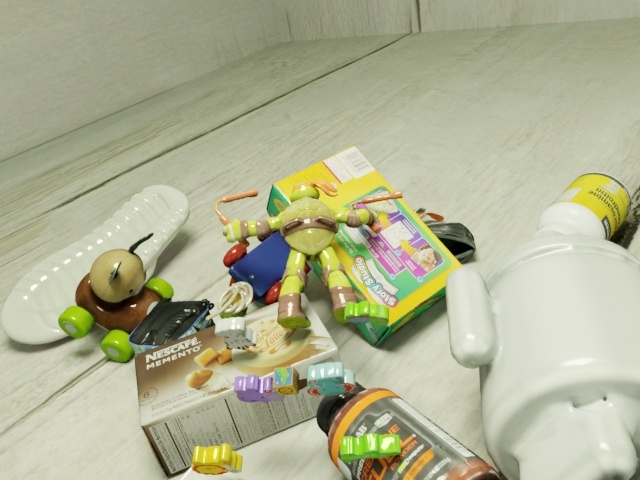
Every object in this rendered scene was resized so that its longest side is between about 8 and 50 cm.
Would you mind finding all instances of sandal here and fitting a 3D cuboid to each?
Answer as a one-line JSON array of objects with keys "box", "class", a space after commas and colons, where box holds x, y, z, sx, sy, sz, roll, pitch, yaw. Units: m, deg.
[{"box": [-0.402, 0.055, 1.061, 0.169, 0.102, 0.416, 32, 59, 21], "class": "sandal"}]

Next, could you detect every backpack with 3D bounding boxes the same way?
[{"box": [-0.225, 0.150, 0.841, 0.105, 0.084, 0.114, -1, 27, 23], "class": "backpack"}]

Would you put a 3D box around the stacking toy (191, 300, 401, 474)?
[{"box": [-0.026, 0.157, 0.592, 0.221, 0.052, 0.166, -10, 49, 15], "class": "stacking toy"}]

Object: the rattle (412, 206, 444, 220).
[{"box": [0.124, -0.062, 1.025, 0.200, 0.142, 0.130, -23, 12, -5], "class": "rattle"}]

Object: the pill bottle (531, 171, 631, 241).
[{"box": [0.414, -0.029, 0.878, 0.103, 0.103, 0.184, 17, 41, 41], "class": "pill bottle"}]

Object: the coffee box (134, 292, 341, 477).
[{"box": [-0.105, 0.181, 0.725, 0.247, 0.098, 0.141, -19, 30, -11], "class": "coffee box"}]

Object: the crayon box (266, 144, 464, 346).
[{"box": [0.065, 0.000, 0.843, 0.165, 0.081, 0.278, -30, 71, -27], "class": "crayon box"}]

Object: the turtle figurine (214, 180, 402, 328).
[{"box": [0.000, 0.000, 0.727, 0.270, 0.087, 0.217, -3, 62, -12], "class": "turtle figurine"}]

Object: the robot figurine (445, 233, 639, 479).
[{"box": [0.266, 0.125, 0.571, 0.300, 0.199, 0.353, 28, 34, -4], "class": "robot figurine"}]

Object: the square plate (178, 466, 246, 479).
[{"box": [-0.091, 0.376, 0.434, 0.344, 0.049, 0.347, 10, 37, 34], "class": "square plate"}]

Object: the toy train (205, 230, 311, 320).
[{"box": [-0.122, 0.083, 0.849, 0.105, 0.143, 0.248, 42, 42, 5], "class": "toy train"}]

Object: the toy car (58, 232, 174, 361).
[{"box": [-0.309, 0.070, 0.877, 0.149, 0.188, 0.155, 31, 42, -5], "class": "toy car"}]

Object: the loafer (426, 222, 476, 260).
[{"box": [0.151, 0.015, 0.934, 0.224, 0.076, 0.078, -9, 22, 0], "class": "loafer"}]

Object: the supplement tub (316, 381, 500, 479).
[{"box": [0.078, 0.225, 0.572, 0.106, 0.106, 0.198, -29, 32, -26], "class": "supplement tub"}]
